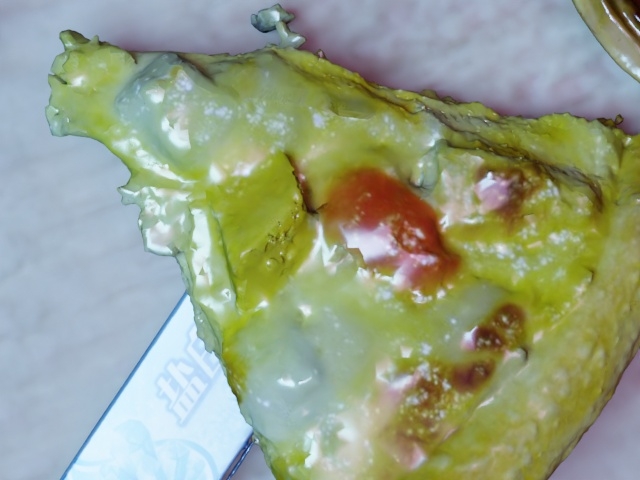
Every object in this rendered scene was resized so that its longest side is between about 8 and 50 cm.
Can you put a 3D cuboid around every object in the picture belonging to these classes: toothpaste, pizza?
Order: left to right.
[{"bbox_3d":[-0.102,0.137,0.866,0.066,0.053,0.272,34,91,-2],"label":"toothpaste"},{"bbox_3d":[0.000,0.000,0.815,0.288,0.075,0.280,31,69,-2],"label":"pizza"}]

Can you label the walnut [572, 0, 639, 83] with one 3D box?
[{"bbox_3d":[0.185,-0.156,0.842,0.167,0.087,0.211,-29,91,20],"label":"walnut"}]
